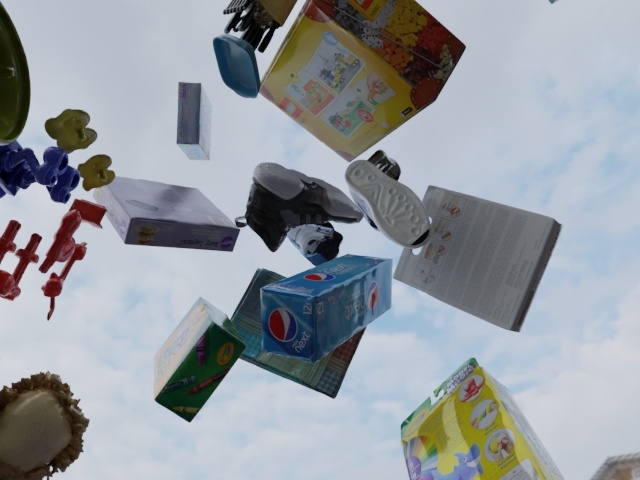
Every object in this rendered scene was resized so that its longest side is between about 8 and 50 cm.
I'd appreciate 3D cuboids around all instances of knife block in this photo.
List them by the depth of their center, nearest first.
[{"bbox_3d":[-0.124,-0.597,1.325,0.275,0.088,0.242,-24,-62,-40],"label":"knife block"}]

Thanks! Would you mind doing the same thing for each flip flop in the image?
[{"bbox_3d":[0.213,-0.219,1.665,0.112,0.080,0.277,-50,-18,6],"label":"flip flop"}]

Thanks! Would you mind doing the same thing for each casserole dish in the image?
[{"bbox_3d":[-0.197,-0.425,1.252,0.114,0.037,0.188,27,-24,15],"label":"casserole dish"}]

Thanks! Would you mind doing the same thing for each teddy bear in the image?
[{"bbox_3d":[-0.341,0.219,0.464,0.245,0.113,0.338,17,-72,-11],"label":"teddy bear"}]

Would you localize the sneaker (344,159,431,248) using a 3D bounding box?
[{"bbox_3d":[0.202,-0.068,1.417,0.130,0.323,0.236,-41,-31,1],"label":"sneaker"}]

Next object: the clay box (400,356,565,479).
[{"bbox_3d":[0.147,0.215,0.486,0.053,0.222,0.127,39,-76,-11],"label":"clay box"}]

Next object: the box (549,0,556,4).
[{"bbox_3d":[0.345,-0.361,0.591,0.179,0.043,0.105,-34,-10,4],"label":"box"}]

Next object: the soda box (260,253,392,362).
[{"bbox_3d":[0.016,0.069,0.606,0.067,0.210,0.071,6,-79,29],"label":"soda box"}]

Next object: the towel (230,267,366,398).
[{"bbox_3d":[-0.075,0.247,1.445,0.370,0.272,0.040,20,-25,16],"label":"towel"}]

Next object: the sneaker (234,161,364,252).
[{"bbox_3d":[-0.044,-0.050,1.037,0.268,0.101,0.153,17,-66,-37],"label":"sneaker"}]

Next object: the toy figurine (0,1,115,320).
[{"bbox_3d":[-0.351,-0.074,0.455,0.217,0.191,0.362,18,-19,-3],"label":"toy figurine"}]

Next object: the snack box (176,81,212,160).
[{"bbox_3d":[-0.362,-0.338,1.492,0.070,0.207,0.175,1,-94,-5],"label":"snack box"}]

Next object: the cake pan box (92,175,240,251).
[{"bbox_3d":[-0.344,-0.063,1.166,0.266,0.245,0.070,5,-64,-43],"label":"cake pan box"}]

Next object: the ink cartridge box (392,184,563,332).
[{"bbox_3d":[0.423,0.039,1.438,0.091,0.384,0.308,18,-86,-49],"label":"ink cartridge box"}]

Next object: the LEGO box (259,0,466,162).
[{"bbox_3d":[0.078,-0.461,1.406,0.372,0.500,0.193,36,-110,-13],"label":"LEGO box"}]

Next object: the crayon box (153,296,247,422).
[{"bbox_3d":[-0.246,0.220,1.019,0.081,0.278,0.165,39,-98,-16],"label":"crayon box"}]

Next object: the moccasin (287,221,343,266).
[{"bbox_3d":[0.000,0.000,1.418,0.137,0.342,0.117,39,-89,-21],"label":"moccasin"}]
